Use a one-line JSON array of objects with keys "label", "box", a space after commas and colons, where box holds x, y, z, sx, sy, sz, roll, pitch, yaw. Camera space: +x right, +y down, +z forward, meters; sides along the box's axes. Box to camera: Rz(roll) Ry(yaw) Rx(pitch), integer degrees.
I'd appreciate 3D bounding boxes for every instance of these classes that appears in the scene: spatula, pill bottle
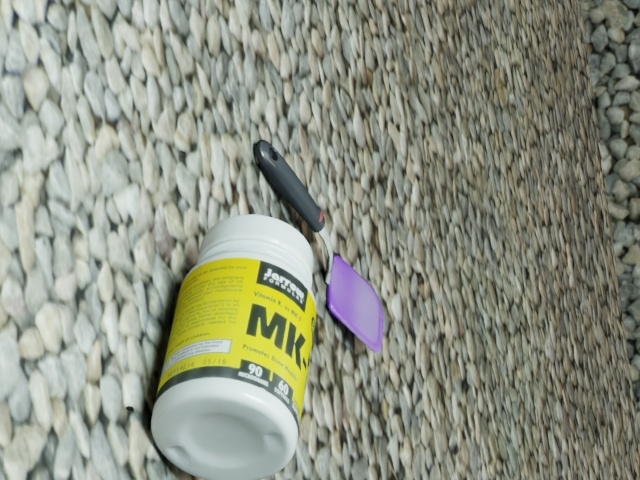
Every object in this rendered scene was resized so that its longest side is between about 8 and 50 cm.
[{"label": "spatula", "box": [0.000, 0.000, 1.925, 0.084, 0.030, 0.296, -84, 154, -42]}, {"label": "pill bottle", "box": [-0.066, 0.085, 1.559, 0.208, 0.119, 0.119, -82, 153, -44]}]
